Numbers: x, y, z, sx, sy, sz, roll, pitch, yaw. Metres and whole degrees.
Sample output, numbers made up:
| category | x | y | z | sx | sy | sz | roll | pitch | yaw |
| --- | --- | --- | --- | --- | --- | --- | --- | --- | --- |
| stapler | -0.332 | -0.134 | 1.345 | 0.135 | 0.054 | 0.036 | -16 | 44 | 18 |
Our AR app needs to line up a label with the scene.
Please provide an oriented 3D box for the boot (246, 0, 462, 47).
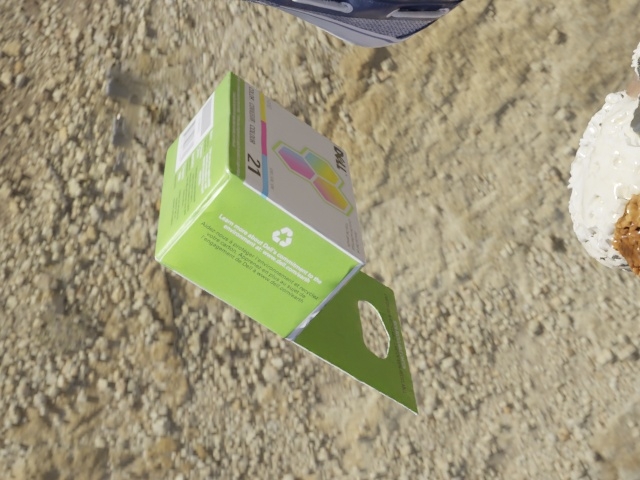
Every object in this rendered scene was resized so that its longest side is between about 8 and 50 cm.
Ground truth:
| category | x | y | z | sx | sy | sz | roll | pitch | yaw |
| --- | --- | --- | --- | --- | --- | --- | --- | --- | --- |
| boot | -0.009 | -0.137 | 0.461 | 0.190 | 0.086 | 0.069 | 7 | 76 | -36 |

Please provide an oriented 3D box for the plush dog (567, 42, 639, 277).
| category | x | y | z | sx | sy | sz | roll | pitch | yaw |
| --- | --- | --- | --- | --- | --- | --- | --- | --- | --- |
| plush dog | 0.238 | -0.075 | 0.660 | 0.211 | 0.262 | 0.225 | 36 | 107 | 2 |

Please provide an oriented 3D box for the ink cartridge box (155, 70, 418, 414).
| category | x | y | z | sx | sy | sz | roll | pitch | yaw |
| --- | --- | --- | --- | --- | --- | --- | --- | --- | --- |
| ink cartridge box | 0.000 | 0.000 | 0.889 | 0.255 | 0.188 | 0.097 | 33 | 114 | -21 |
